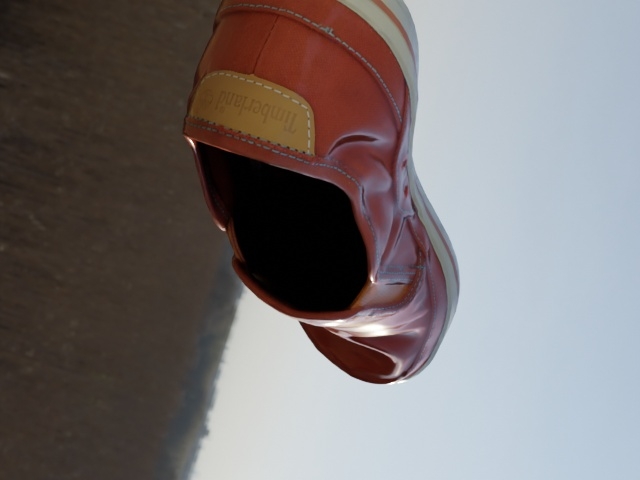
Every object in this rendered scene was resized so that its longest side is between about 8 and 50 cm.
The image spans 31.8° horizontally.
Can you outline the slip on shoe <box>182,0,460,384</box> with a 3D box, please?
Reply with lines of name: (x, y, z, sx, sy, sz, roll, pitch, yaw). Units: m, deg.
slip on shoe: (0.000, 0.000, 0.567, 0.331, 0.123, 0.101, 76, 37, -60)
